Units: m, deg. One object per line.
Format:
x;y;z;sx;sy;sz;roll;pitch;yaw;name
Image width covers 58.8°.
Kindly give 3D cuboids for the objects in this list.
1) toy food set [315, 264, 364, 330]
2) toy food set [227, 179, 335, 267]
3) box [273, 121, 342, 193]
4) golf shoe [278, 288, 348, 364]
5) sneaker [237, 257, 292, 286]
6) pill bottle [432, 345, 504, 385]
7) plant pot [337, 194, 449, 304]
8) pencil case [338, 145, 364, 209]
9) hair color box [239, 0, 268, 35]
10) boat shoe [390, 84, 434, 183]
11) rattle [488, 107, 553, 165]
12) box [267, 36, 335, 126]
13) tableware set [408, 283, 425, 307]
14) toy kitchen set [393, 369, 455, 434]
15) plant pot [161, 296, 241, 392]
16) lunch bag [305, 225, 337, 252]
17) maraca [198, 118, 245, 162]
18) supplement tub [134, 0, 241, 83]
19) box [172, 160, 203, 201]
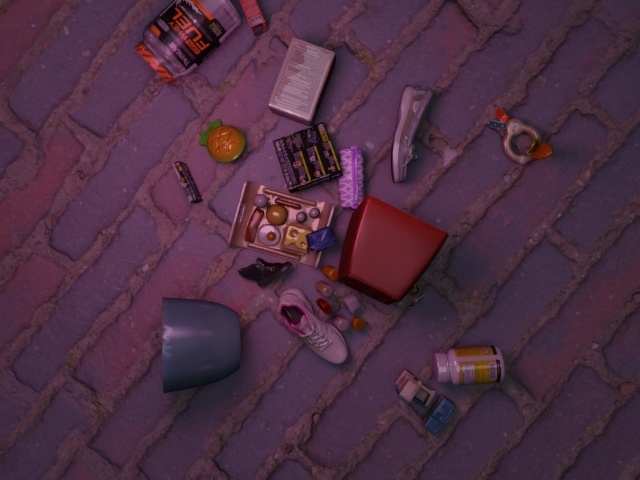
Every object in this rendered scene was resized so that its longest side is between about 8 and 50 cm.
0.050;0.199;1.873;0.111;0.104;0.232;-34;108;-11;toy food set
-0.127;-0.053;1.857;0.306;0.092;0.219;16;91;1;toy food set
-0.043;-0.269;1.844;0.184;0.045;0.190;-20;71;2;box
-0.032;0.294;1.835;0.306;0.140;0.115;45;101;0;golf shoe
-0.182;0.091;1.872;0.170;0.051;0.089;-32;96;20;sneaker
0.476;0.405;1.837;0.208;0.119;0.119;-4;91;2;pill bottle
0.189;0.050;1.735;0.267;0.267;0.235;26;78;-2;plant pot
0.102;-0.198;1.851;0.086;0.088;0.206;-4;90;-1;pencil case
-0.228;-0.763;1.846;0.053;0.093;0.167;-22;91;2;hair color box
0.289;-0.339;1.831;0.103;0.118;0.320;10;85;6;boat shoe
0.632;-0.338;1.811;0.130;0.143;0.199;-31;97;20;rattle
-0.057;-0.505;1.829;0.149;0.127;0.232;21;92;1;box
0.269;0.152;1.885;0.104;0.024;0.154;-36;90;2;tableware set
0.325;0.533;1.820;0.207;0.166;0.122;35;92;1;toy kitchen set
-0.374;0.319;1.787;0.235;0.293;0.293;-2;91;-14;plant pot
0.000;0.000;1.806;0.098;0.067;0.065;-23;96;-5;lunch bag
-0.323;-0.326;1.859;0.186;0.099;0.127;37;83;26;maraca
-0.422;-0.661;1.804;0.316;0.193;0.193;-44;90;3;supplement tub
-0.435;-0.190;1.863;0.027;0.094;0.137;-24;91;2;box
